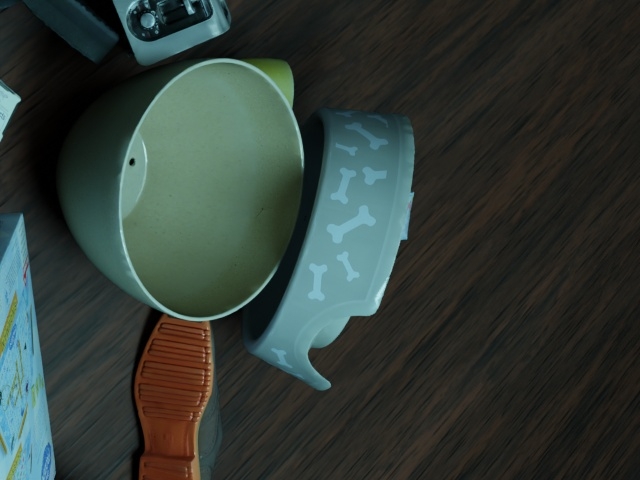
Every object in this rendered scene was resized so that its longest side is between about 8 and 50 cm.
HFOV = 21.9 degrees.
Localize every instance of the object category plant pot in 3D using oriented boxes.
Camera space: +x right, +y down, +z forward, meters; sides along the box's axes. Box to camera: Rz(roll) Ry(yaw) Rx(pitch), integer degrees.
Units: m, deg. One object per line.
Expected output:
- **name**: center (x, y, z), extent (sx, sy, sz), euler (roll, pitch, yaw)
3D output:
- **plant pot**: center (-0.181, -0.068, 1.826), extent (0.284, 0.191, 0.284), euler (-16, 111, -47)
- **plant pot**: center (-0.104, -0.161, 1.961), extent (0.095, 0.134, 0.134), euler (12, 89, -26)

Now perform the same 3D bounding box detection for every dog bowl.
- **dog bowl**: center (0.000, 0.000, 1.974), extent (0.102, 0.349, 0.349), euler (17, 84, -12)

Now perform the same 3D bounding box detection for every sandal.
- **sandal**: center (-0.364, -0.278, 1.598), extent (0.107, 0.167, 0.446), euler (-47, 139, 4)

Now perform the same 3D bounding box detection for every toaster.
- **toaster**: center (-0.175, -0.286, 1.782), extent (0.185, 0.110, 0.168), euler (-98, 168, -77)

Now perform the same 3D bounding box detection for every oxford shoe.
- **oxford shoe**: center (-0.165, 0.202, 2.003), extent (0.098, 0.097, 0.271), euler (-20, 119, -68)

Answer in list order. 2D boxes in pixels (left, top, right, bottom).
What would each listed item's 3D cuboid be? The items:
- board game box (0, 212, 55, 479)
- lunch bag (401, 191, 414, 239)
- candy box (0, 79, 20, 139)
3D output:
- **board game box**: center (-0.331, 0.176, 1.640), extent (0.318, 0.066, 0.318), euler (-92, 179, -68)
- **lunch bag**: center (0.086, -0.038, 2.260), extent (0.083, 0.053, 0.071), euler (-6, 105, -59)
- **candy box**: center (-0.409, -0.065, 1.574), extent (0.071, 0.159, 0.233), euler (47, 62, -56)
